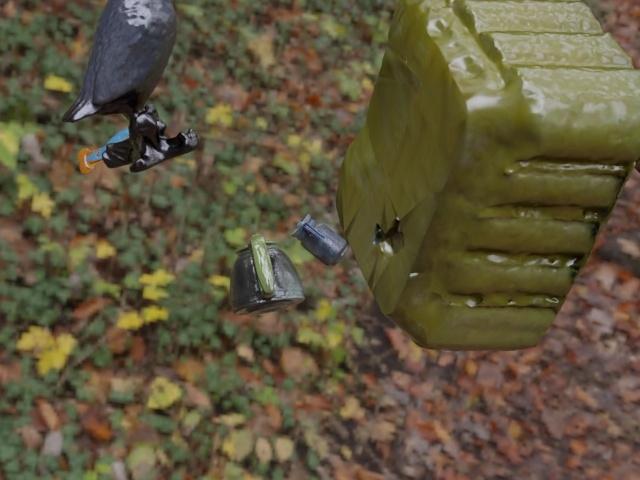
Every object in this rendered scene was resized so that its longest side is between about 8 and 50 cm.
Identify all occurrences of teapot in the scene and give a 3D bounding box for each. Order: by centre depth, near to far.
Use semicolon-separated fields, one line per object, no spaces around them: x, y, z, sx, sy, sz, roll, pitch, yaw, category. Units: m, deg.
-0.064;0.039;1.456;0.092;0.090;0.124;-7;-12;-33;teapot
-0.003;0.003;1.766;0.083;0.049;0.063;37;22;-5;teapot

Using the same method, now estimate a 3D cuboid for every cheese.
-0.288;-0.124;1.628;0.111;0.047;0.017;-18;-19;18;cheese

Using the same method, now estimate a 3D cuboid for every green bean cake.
0.100;-0.068;0.820;0.124;0.236;0.233;1;41;-21;green bean cake

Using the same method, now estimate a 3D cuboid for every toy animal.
-0.187;-0.169;1.083;0.117;0.210;0.121;-9;9;-14;toy animal
